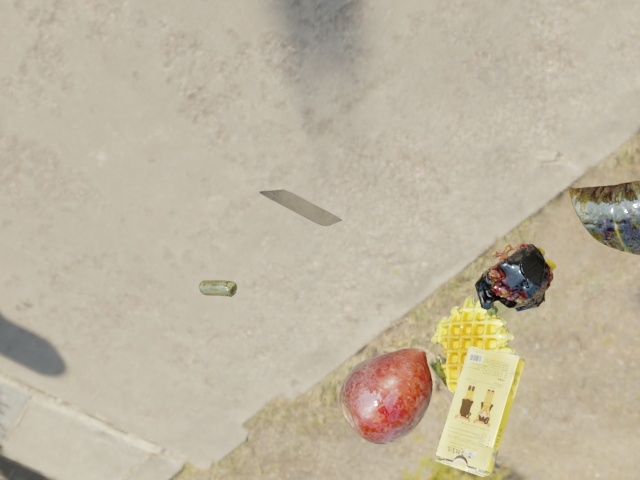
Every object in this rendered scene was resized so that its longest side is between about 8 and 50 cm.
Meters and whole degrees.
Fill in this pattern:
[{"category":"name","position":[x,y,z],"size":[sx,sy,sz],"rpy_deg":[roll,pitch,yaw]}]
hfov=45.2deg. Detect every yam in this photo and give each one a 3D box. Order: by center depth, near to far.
[{"category":"yam","position":[-0.262,0.123,1.975],"size":[0.094,0.043,0.043],"rpy_deg":[-1,133,27]}]

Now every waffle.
[{"category":"waffle","position":[0.387,0.278,1.995],"size":[0.056,0.261,0.250],"rpy_deg":[22,111,-35]}]

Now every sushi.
[{"category":"sushi","position":[0.476,0.083,1.835],"size":[0.172,0.153,0.150],"rpy_deg":[-10,166,-15]}]

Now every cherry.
[{"category":"cherry","position":[0.167,0.374,1.836],"size":[0.239,0.206,0.239],"rpy_deg":[-15,166,-4]}]

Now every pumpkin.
[{"category":"pumpkin","position":[0.589,-0.049,1.312],"size":[0.278,0.111,0.163],"rpy_deg":[12,156,-8]}]

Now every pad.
[{"category":"pad","position":[0.017,-0.017,1.732],"size":[0.055,0.250,0.323],"rpy_deg":[-45,84,12]}]

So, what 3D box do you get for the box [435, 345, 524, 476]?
[{"category":"box","position":[0.192,0.205,0.929],"size":[0.073,0.149,0.020],"rpy_deg":[7,160,43]}]
